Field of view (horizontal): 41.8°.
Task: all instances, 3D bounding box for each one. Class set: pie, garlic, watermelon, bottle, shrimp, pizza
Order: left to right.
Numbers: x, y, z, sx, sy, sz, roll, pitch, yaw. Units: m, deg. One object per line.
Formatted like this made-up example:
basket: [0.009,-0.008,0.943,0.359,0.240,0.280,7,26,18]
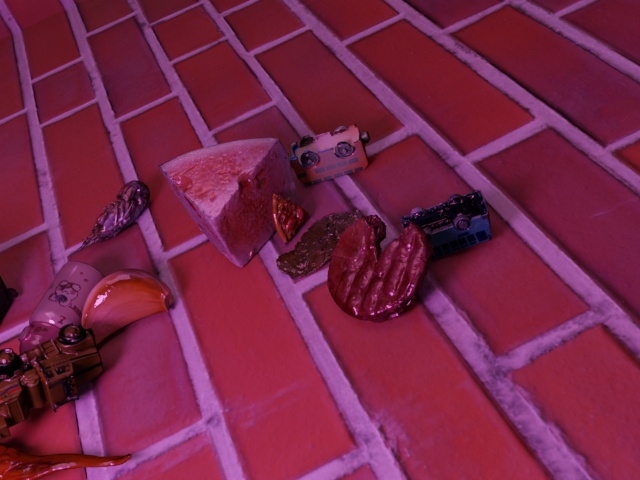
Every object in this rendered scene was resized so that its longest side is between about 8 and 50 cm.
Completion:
bottle: [-0.532,0.157,1.719,0.110,0.110,0.233,-2,43,24]
shrimp: [-0.487,-0.049,1.963,0.090,0.079,0.233,20,60,46]
garlic: [-0.412,0.129,1.708,0.207,0.128,0.115,-36,16,-5]
watermelon: [-0.176,-0.083,1.742,0.262,0.213,0.201,-18,39,5]
pizza: [-0.070,-0.057,1.752,0.029,0.099,0.100,-7,38,45]
pie: [0.104,0.048,1.529,0.219,0.054,0.204,33,93,46]

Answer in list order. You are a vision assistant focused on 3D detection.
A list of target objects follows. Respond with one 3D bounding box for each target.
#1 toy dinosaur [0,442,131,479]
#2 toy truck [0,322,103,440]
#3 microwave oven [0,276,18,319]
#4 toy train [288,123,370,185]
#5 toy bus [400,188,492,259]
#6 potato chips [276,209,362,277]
toy dinosaur: [-0.545,0.417,1.443,0.432,0.097,0.208,7,35,26]
toy truck: [-0.523,0.263,1.547,0.257,0.127,0.127,-27,45,-31]
microwave oven: [-0.798,0.156,1.792,0.178,0.188,0.247,-4,38,14]
toy train: [0.023,-0.190,1.863,0.188,0.099,0.072,-15,42,8]
toy bus: [0.241,-0.025,1.573,0.160,0.091,0.079,-20,43,12]
potato chips: [0.000,0.000,1.715,0.209,0.026,0.142,-26,37,-5]
